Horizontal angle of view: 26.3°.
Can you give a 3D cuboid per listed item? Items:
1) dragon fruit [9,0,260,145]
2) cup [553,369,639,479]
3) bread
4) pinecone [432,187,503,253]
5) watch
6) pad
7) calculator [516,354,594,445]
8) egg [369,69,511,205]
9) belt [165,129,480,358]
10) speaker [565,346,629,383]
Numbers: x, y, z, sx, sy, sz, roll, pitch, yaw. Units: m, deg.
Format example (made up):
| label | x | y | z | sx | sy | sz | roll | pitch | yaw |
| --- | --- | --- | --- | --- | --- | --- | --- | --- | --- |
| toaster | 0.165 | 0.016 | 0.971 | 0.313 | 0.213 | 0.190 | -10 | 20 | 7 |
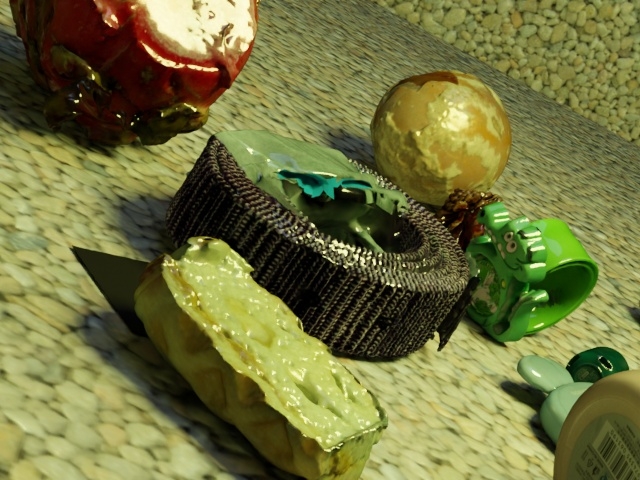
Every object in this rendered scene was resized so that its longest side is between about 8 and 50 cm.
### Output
| label | x | y | z | sx | sy | sz | roll | pitch | yaw |
| --- | --- | --- | --- | --- | --- | --- | --- | --- | --- |
| dragon fruit | -0.206 | -0.227 | 1.453 | 0.250 | 0.269 | 0.291 | 5 | -6 | -38 |
| cup | 0.322 | 0.231 | 1.141 | 0.200 | 0.191 | 0.253 | 9 | 61 | -26 |
| bread | -0.050 | 0.098 | 1.053 | 0.232 | 0.088 | 0.128 | 45 | 31 | 22 |
| pinecone | 0.200 | -0.017 | 1.740 | 0.109 | 0.102 | 0.102 | 40 | 18 | 6 |
| watch | 0.248 | 0.038 | 1.559 | 0.152 | 0.165 | 0.131 | -4 | 46 | -31 |
| pad | -0.114 | 0.056 | 1.192 | 0.190 | 0.004 | 0.127 | 15 | 23 | -42 |
| calculator | 0.317 | 0.218 | 1.372 | 0.302 | 0.042 | 0.188 | 40 | 21 | 27 |
| egg | 0.169 | -0.141 | 1.888 | 0.195 | 0.195 | 0.233 | 40 | 23 | 28 |
| belt | 0.000 | 0.000 | 1.342 | 0.325 | 0.122 | 0.260 | 11 | 32 | -42 |
| speaker | 0.311 | 0.165 | 1.509 | 0.075 | 0.060 | 0.094 | -3 | 72 | -61 |
